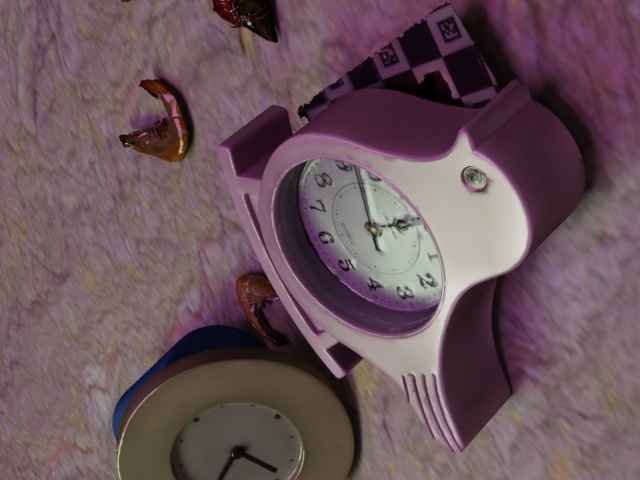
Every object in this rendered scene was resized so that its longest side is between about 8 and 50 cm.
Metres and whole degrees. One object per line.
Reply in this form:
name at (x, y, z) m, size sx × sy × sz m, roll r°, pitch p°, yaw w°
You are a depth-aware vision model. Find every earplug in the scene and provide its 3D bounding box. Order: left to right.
earplug at (-0.159, 0.192, 1.210) m, size 0.132 × 0.132 × 0.273 m, roll 61°, pitch 148°, yaw 4°

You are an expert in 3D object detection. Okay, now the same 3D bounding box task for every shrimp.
shrimp at (-0.180, -0.124, 1.122) m, size 0.127 × 0.025 × 0.091 m, roll 0°, pitch 111°, yaw 47°
shrimp at (-0.049, 0.070, 1.080) m, size 0.114 × 0.023 × 0.083 m, roll -8°, pitch 107°, yaw 59°

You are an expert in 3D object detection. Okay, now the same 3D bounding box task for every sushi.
sushi at (0.078, -0.086, 0.818) m, size 0.201 × 0.031 × 0.139 m, roll -26°, pitch 97°, yaw 52°

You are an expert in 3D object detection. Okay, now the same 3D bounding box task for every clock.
clock at (-0.083, 0.207, 1.056) m, size 0.029 × 0.235 × 0.235 m, roll -106°, pitch 11°, yaw -61°
clock at (0.081, 0.026, 0.804) m, size 0.275 × 0.080 × 0.290 m, roll -5°, pitch 118°, yaw 45°

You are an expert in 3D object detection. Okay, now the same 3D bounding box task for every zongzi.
zongzi at (-0.062, -0.203, 0.918) m, size 0.073 × 0.067 × 0.083 m, roll 43°, pitch 159°, yaw 10°

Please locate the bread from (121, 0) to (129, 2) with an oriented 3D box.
bread at (-0.159, -0.322, 0.956) m, size 0.088 × 0.049 × 0.226 m, roll 55°, pitch 144°, yaw 13°
